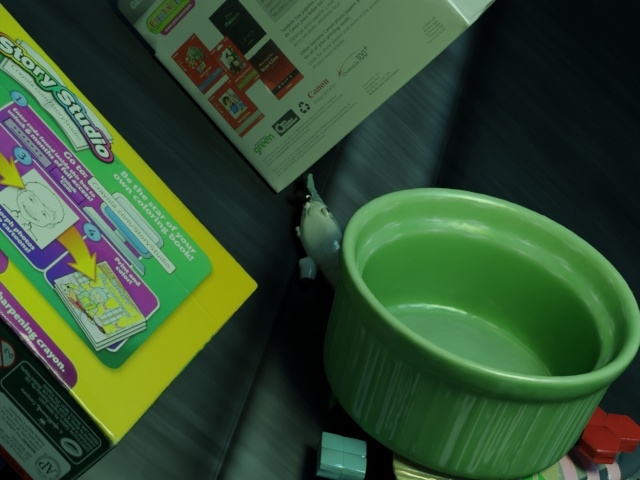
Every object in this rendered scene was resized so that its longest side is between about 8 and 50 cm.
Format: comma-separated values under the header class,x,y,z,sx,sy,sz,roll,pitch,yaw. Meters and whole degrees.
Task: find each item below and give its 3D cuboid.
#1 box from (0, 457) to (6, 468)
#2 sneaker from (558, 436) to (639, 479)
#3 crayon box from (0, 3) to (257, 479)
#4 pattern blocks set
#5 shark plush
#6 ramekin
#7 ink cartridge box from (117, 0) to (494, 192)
class,x,y,z,sx,sy,sz,roll,pitch,yaw
box,-0.297,0.129,1.314,0.136,0.028,0.081,44,36,-6
sneaker,0.243,0.236,1.726,0.319,0.112,0.131,-22,76,-53
crayon box,-0.257,-0.009,1.388,0.363,0.106,0.313,48,28,-4
pattern blocks set,0.156,0.209,1.615,0.325,0.026,0.285,19,33,2
shark plush,0.000,0.000,1.747,0.161,0.073,0.067,56,9,34
ramekin,0.148,0.094,1.619,0.303,0.148,0.303,13,33,-8
ink cartridge box,-0.015,-0.253,1.707,0.272,0.309,0.130,48,36,-4
